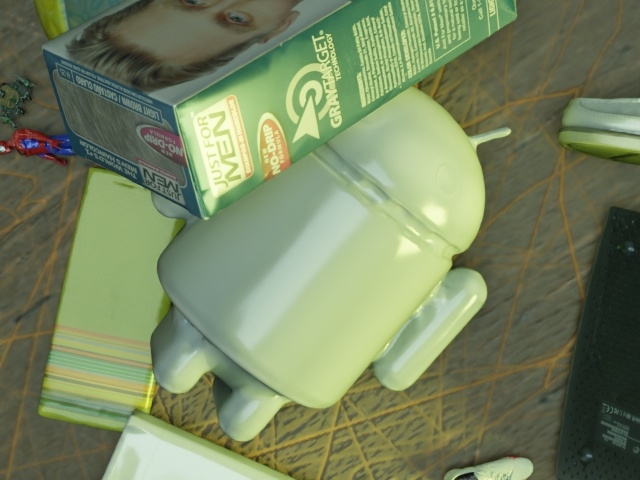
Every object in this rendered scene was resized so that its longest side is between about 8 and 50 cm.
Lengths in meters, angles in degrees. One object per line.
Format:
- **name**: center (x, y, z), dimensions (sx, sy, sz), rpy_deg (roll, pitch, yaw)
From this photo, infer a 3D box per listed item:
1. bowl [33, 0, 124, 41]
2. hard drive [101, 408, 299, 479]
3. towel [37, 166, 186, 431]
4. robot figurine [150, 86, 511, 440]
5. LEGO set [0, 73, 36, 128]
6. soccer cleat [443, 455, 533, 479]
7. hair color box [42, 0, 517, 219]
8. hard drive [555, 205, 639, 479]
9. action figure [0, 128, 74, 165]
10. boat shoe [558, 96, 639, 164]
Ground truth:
- **bowl**: center (-0.141, -0.247, 1.383), dimensions (0.156, 0.289, 0.289), rpy_deg (23, 98, 45)
- **hard drive**: center (-0.056, 0.331, 1.489), dimensions (0.353, 0.047, 0.233), rpy_deg (24, 96, -1)
- **towel**: center (-0.188, 0.057, 1.497), dimensions (0.102, 0.021, 0.237), rpy_deg (12, 94, -3)
- **robot figurine**: center (0.000, 0.000, 1.389), dimensions (0.300, 0.200, 0.353), rpy_deg (39, 96, -18)
- **LEGO set**: center (-0.293, -0.128, 1.487), dimensions (0.083, 0.023, 0.054), rpy_deg (-2, 93, 17)
- **soccer cleat**: center (0.153, 0.215, 1.481), dimensions (0.083, 0.035, 0.029), rpy_deg (-9, 94, 4)
- **hair color box**: center (-0.025, -0.166, 1.289), dimensions (0.347, 0.174, 0.105), rpy_deg (-35, 130, -29)
- **hard drive**: center (0.291, 0.108, 1.406), dimensions (0.054, 0.172, 0.254), rpy_deg (7, 96, -32)
- **action figure**: center (-0.239, -0.086, 1.477), dimensions (0.115, 0.038, 0.030), rpy_deg (0, 63, 3)
- **boat shoe**: center (0.357, -0.114, 1.412), dimensions (0.302, 0.113, 0.103), rpy_deg (3, 90, -5)
